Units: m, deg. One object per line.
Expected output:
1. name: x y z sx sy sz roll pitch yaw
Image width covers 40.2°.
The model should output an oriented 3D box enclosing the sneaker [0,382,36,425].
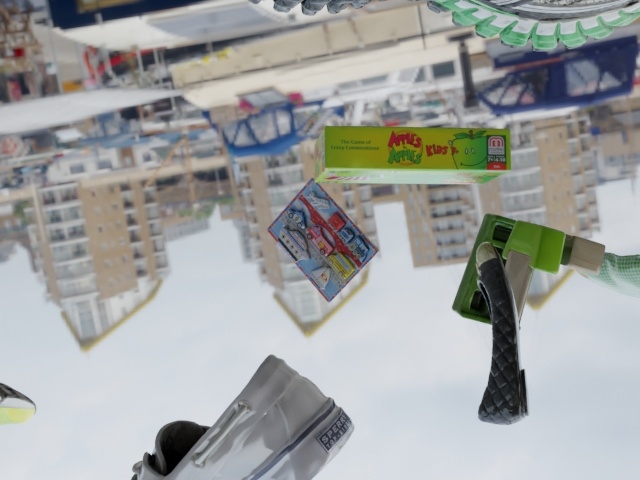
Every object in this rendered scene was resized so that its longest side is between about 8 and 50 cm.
1. sneaker: -0.403 0.195 0.916 0.208 0.094 0.081 5 -178 -40

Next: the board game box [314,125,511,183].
1. board game box: 0.089 -0.084 0.875 0.181 0.043 0.092 0 176 -7

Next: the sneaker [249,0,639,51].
1. sneaker: 0.102 -0.211 0.545 0.343 0.134 0.146 -2 160 -18

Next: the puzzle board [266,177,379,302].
1. puzzle board: 0.000 0.000 1.087 0.096 0.128 0.011 -47 162 21

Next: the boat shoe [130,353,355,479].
1. boat shoe: -0.091 0.172 0.627 0.267 0.088 0.096 -42 179 37

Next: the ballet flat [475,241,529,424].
1. ballet flat: 0.161 0.085 0.818 0.049 0.173 0.057 -9 163 14

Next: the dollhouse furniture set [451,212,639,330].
1. dollhouse furniture set: 0.370 0.080 1.201 0.301 0.151 0.197 15 -176 -16
